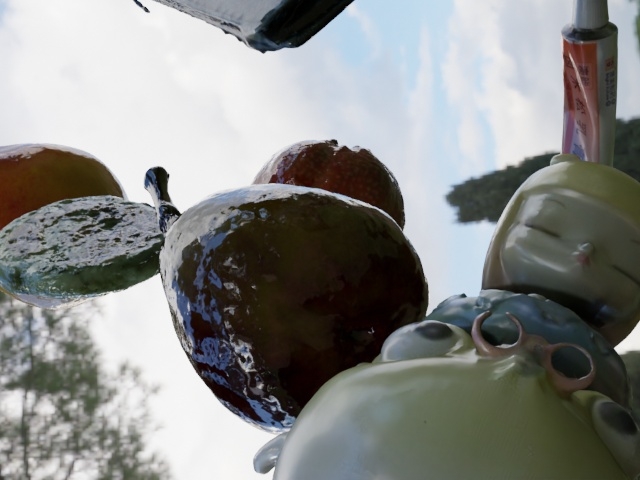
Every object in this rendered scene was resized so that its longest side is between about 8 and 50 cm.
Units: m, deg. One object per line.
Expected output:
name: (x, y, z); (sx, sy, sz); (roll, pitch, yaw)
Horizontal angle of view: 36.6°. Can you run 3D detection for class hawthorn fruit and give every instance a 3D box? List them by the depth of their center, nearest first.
hawthorn fruit: (0.000, 0.000, 1.215); (0.205, 0.205, 0.253); (23, -99, -61)

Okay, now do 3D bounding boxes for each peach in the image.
peach: (-0.487, -0.029, 1.686); (0.308, 0.289, 0.289); (41, -132, -51)

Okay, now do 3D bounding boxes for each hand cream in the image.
hand cream: (0.193, -0.085, 0.706); (0.052, 0.038, 0.216); (-104, 4, -55)

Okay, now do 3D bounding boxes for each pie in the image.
pie: (-0.290, 0.006, 1.207); (0.240, 0.240, 0.054); (-54, -34, -55)

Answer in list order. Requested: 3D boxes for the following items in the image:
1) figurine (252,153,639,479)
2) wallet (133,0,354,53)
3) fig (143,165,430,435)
figurine: (0.117, 0.095, 0.609); (0.394, 0.227, 0.274); (-57, -11, -35)
wallet: (-0.065, -0.236, 0.661); (0.190, 0.379, 0.046); (-50, -48, -4)
fig: (-0.054, 0.016, 0.697); (0.170, 0.274, 0.145); (-52, -35, -5)
